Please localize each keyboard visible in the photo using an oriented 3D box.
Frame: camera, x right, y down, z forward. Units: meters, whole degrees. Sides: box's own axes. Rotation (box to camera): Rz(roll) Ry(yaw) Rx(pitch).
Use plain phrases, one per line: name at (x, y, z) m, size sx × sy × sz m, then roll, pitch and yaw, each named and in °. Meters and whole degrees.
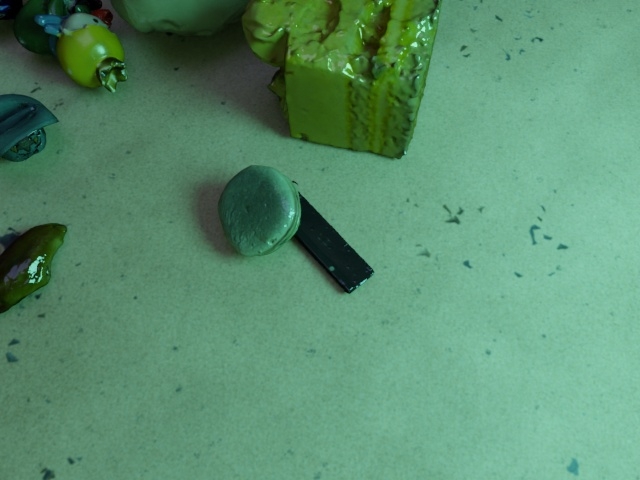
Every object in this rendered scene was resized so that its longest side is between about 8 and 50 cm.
keyboard at (0.000, 0.000, 0.892) m, size 0.060 × 0.018 × 0.195 m, roll -34°, pitch 68°, yaw -21°

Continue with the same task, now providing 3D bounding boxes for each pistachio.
pistachio at (-0.449, 0.037, 0.866) m, size 0.089 × 0.049 × 0.173 m, roll 25°, pitch 67°, yaw 12°

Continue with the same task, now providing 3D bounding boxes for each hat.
hat at (-0.512, -0.178, 0.962) m, size 0.138 × 0.078 × 0.191 m, roll -39°, pitch 50°, yaw -25°

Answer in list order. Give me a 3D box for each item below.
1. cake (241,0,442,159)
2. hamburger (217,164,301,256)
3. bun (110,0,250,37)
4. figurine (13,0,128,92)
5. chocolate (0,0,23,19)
cake at (0.031, -0.296, 0.920) m, size 0.286 × 0.227 × 0.222 m, roll 13°, pitch 66°, yaw 8°
hamburger at (-0.091, -0.046, 0.878) m, size 0.133 × 0.062 × 0.140 m, roll -32°, pitch 72°, yaw 13°
bun at (-0.225, -0.520, 1.034) m, size 0.326 × 0.234 × 0.362 m, roll 4°, pitch 62°, yaw 6°
figurine at (-0.418, -0.373, 1.036) m, size 0.234 × 0.127 × 0.185 m, roll 25°, pitch 59°, yaw 24°
chocolate at (-0.724, -0.427, 1.048) m, size 0.343 × 0.148 × 0.126 m, roll -17°, pitch 48°, yaw -11°
